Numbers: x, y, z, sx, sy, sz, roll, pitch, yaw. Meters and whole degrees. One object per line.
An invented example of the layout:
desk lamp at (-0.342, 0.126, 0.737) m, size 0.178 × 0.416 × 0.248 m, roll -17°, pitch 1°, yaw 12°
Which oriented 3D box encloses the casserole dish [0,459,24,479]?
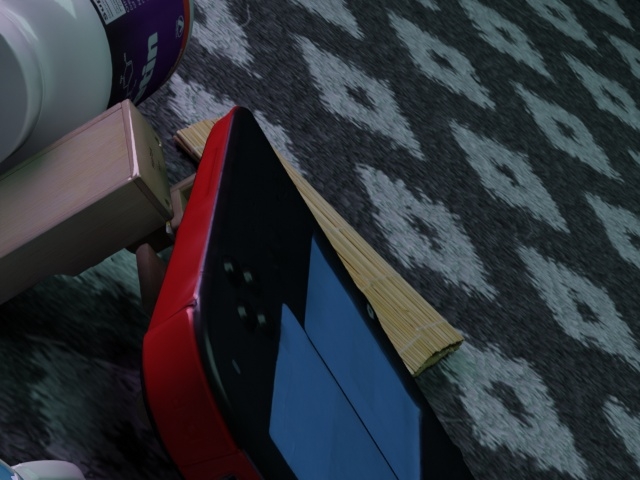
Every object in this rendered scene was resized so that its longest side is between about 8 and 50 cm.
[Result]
casserole dish at (-0.217, 0.137, 0.886) m, size 0.114 × 0.037 × 0.188 m, roll 30°, pitch 24°, yaw 17°

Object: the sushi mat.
sushi mat at (0.000, 0.000, 1.651) m, size 0.316 × 0.019 × 0.151 m, roll 46°, pitch 24°, yaw 12°

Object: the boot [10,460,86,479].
boot at (-0.188, 0.180, 0.975) m, size 0.190 × 0.069 × 0.086 m, roll -8°, pitch 57°, yaw -50°

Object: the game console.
game console at (0.017, 0.134, 1.175) m, size 0.386 × 0.060 × 0.342 m, roll 59°, pitch 21°, yaw -25°

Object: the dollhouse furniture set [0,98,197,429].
dollhouse furniture set at (-0.133, 0.047, 1.261) m, size 0.242 × 0.161 × 0.212 m, roll 53°, pitch 13°, yaw -35°

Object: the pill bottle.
pill bottle at (-0.222, -0.152, 1.365) m, size 0.181 × 0.181 × 0.323 m, roll 40°, pitch 23°, yaw -3°
